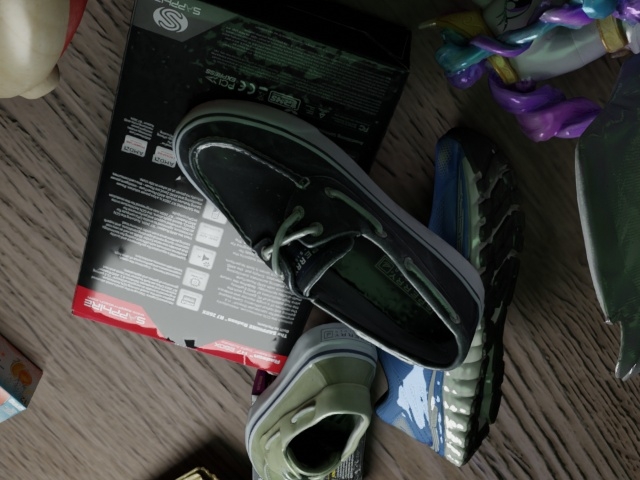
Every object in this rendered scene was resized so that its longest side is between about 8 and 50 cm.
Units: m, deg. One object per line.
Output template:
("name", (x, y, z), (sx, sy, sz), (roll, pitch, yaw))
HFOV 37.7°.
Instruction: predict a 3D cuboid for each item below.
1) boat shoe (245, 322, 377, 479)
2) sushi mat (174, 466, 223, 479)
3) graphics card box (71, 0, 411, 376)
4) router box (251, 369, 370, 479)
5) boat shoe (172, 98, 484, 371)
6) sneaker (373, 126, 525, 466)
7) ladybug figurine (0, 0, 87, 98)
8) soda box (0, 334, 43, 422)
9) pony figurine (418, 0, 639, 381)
("boat shoe", (-0.017, 0.195, 0.946), (0.109, 0.094, 0.302), (9, 142, -8))
("sushi mat", (-0.192, 0.384, 1.217), (0.151, 0.019, 0.316), (38, 129, -21))
("graphics card box", (-0.085, -0.055, 0.871), (0.232, 0.094, 0.371), (17, 127, -5))
("router box", (-0.013, 0.235, 1.097), (0.133, 0.046, 0.179), (6, 126, 4))
("boat shoe", (0.000, 0.000, 0.758), (0.301, 0.102, 0.108), (39, 120, -4))
("sneaker", (0.102, 0.053, 0.894), (0.147, 0.129, 0.330), (14, 111, 25))
("ladybug figurine", (-0.294, -0.306, 0.645), (0.305, 0.162, 0.449), (9, 135, 40))
("soda box", (-0.404, 0.125, 1.058), (0.058, 0.063, 0.183), (-29, 117, 24))
("pony figurine", (0.283, -0.109, 0.710), (0.363, 0.303, 0.351), (-20, 88, 24))
